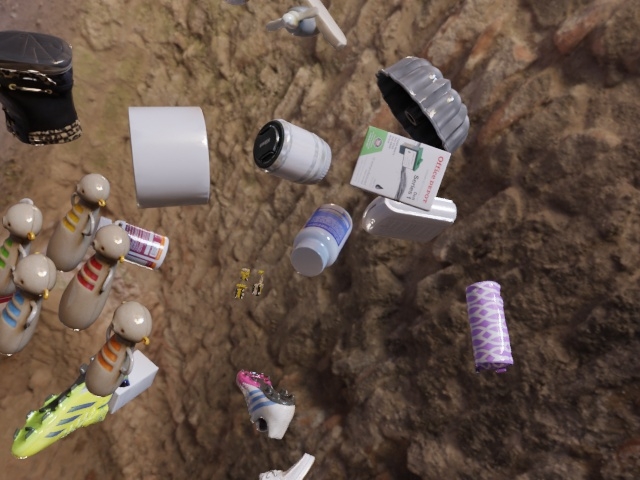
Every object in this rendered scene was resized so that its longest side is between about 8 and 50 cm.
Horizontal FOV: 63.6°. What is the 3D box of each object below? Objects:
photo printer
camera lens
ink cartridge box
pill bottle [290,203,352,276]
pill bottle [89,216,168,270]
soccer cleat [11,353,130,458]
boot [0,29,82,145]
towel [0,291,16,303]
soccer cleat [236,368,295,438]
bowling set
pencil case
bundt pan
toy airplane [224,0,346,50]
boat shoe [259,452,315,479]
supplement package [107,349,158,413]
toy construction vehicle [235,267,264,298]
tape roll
[{"bbox_3d":[0.324,-0.091,1.985,0.256,0.307,0.107,128,-33,-64],"label":"photo printer"},{"bbox_3d":[-0.120,-0.356,2.108,0.219,0.274,0.219,-16,-113,44],"label":"camera lens"},{"bbox_3d":[0.202,-0.182,1.325,0.092,0.219,0.160,-67,175,-84],"label":"ink cartridge box"},{"bbox_3d":[0.000,0.000,1.709,0.152,0.152,0.272,-52,-177,36],"label":"pill bottle"},{"bbox_3d":[-0.615,0.008,1.660,0.121,0.221,0.121,-40,-143,40],"label":"pill bottle"},{"bbox_3d":[-0.498,0.349,1.068,0.093,0.121,0.289,-17,-162,25],"label":"soccer cleat"},{"bbox_3d":[-0.775,-0.370,1.240,0.284,0.377,0.138,111,-23,-57],"label":"boot"},{"bbox_3d":[-0.869,0.104,1.342,0.031,0.199,0.275,65,-24,22],"label":"towel"},{"bbox_3d":[-0.190,0.498,1.587,0.331,0.116,0.143,7,-100,61],"label":"soccer cleat"},{"bbox_3d":[-0.320,0.036,0.581,0.287,0.200,0.154,49,-64,34],"label":"bowling set"},{"bbox_3d":[0.385,0.196,1.175,0.086,0.088,0.206,-21,-122,39],"label":"pencil case"},{"bbox_3d":[0.307,-0.389,1.485,0.124,0.331,0.331,-38,-163,2],"label":"bundt pan"},{"bbox_3d":[-0.112,-0.620,1.131,0.272,0.384,0.386,-38,-134,9],"label":"toy airplane"},{"bbox_3d":[-0.136,0.691,1.445,0.277,0.096,0.098,-42,164,-17],"label":"boat shoe"},{"bbox_3d":[-0.654,0.471,1.729,0.179,0.105,0.105,-32,154,-58],"label":"supplement package"},{"bbox_3d":[-0.224,0.141,1.647,0.035,0.086,0.098,17,79,-67],"label":"toy construction vehicle"},{"bbox_3d":[-0.374,-0.203,1.265,0.246,0.169,0.246,174,-90,-71],"label":"tape roll"}]
